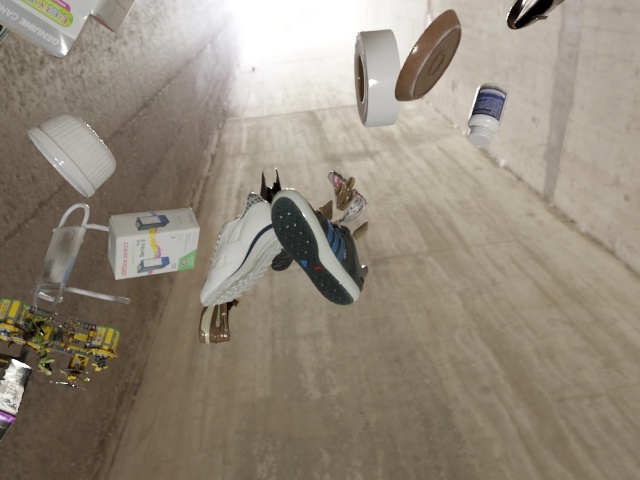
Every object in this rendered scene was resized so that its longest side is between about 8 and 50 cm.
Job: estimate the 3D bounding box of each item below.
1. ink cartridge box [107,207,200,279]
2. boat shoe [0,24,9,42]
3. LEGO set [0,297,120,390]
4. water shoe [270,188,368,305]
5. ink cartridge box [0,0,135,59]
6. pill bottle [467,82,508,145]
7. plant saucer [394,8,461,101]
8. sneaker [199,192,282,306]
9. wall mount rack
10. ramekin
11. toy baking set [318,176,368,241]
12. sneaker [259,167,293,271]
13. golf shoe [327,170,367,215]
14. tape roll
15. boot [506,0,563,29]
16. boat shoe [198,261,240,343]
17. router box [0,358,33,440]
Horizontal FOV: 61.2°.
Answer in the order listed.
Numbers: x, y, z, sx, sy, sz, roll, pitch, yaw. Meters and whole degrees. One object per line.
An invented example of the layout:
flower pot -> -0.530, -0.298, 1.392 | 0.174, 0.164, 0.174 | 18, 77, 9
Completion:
ink cartridge box -> -0.437, 0.007, 1.417 | 0.093, 0.212, 0.154 | 58, -38, 38
boat shoe -> -0.882, -0.463, 1.297 | 0.319, 0.099, 0.116 | -52, 137, -28
LEGO set -> -0.663, 0.284, 1.290 | 0.331, 0.255, 0.192 | 31, 57, -39
water shoe -> 0.000, 0.000, 0.764 | 0.203, 0.073, 0.080 | 60, 43, -28
ink cartridge box -> -0.379, -0.419, 0.686 | 0.272, 0.309, 0.130 | -57, -168, 5
pill bottle -> 0.492, -0.372, 1.607 | 0.094, 0.094, 0.169 | 93, 16, -76
plant saucer -> 0.187, -0.302, 0.913 | 0.029, 0.168, 0.168 | 38, -18, 15
sneaker -> -0.143, 0.025, 0.929 | 0.095, 0.235, 0.090 | 51, 29, 16
wall mount rack -> -0.677, 0.065, 1.571 | 0.130, 0.304, 0.350 | 45, 47, -54
ramekin -> -0.606, -0.218, 1.344 | 0.207, 0.109, 0.207 | 39, -21, 18
toy baking set -> 0.036, -0.043, 1.262 | 0.196, 0.030, 0.256 | -60, -155, 24
sneaker -> -0.081, -0.036, 0.968 | 0.089, 0.051, 0.170 | -118, -157, -53
golf shoe -> 0.069, -0.157, 1.773 | 0.186, 0.086, 0.067 | 51, 9, 34
tape roll -> 0.170, -0.497, 1.666 | 0.286, 0.100, 0.286 | 174, -90, -86
boot -> 0.542, -0.602, 1.408 | 0.090, 0.207, 0.248 | 49, -29, -7
boat shoe -> -0.264, 0.161, 1.479 | 0.095, 0.095, 0.257 | 95, -2, -61
router box -> -0.519, 0.282, 0.848 | 0.133, 0.046, 0.179 | -56, -157, -2
